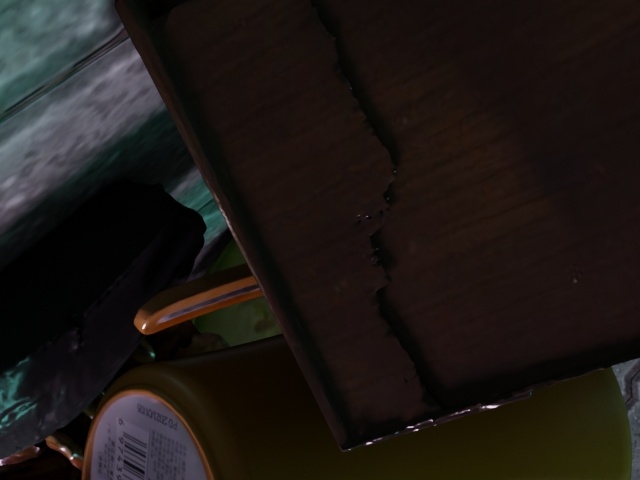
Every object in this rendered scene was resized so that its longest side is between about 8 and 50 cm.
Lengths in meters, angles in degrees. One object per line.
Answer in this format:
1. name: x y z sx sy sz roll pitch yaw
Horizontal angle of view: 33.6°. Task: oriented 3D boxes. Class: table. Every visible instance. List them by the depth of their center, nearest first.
1. table: 0.128 -0.084 0.423 0.282 0.196 0.250 -24 -177 33

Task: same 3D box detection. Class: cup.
1. cup: 0.012 0.096 0.552 0.264 0.226 0.182 -3 140 -43

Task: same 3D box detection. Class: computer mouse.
1. computer mouse: -0.144 0.056 0.556 0.217 0.073 0.122 -42 172 -22

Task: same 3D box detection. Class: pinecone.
1. pinecone: -0.136 0.142 0.713 0.195 0.150 0.179 -27 120 -28

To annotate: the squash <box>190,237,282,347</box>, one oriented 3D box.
1. squash: 0.000 0.000 0.852 0.288 0.111 0.203 -48 167 21
